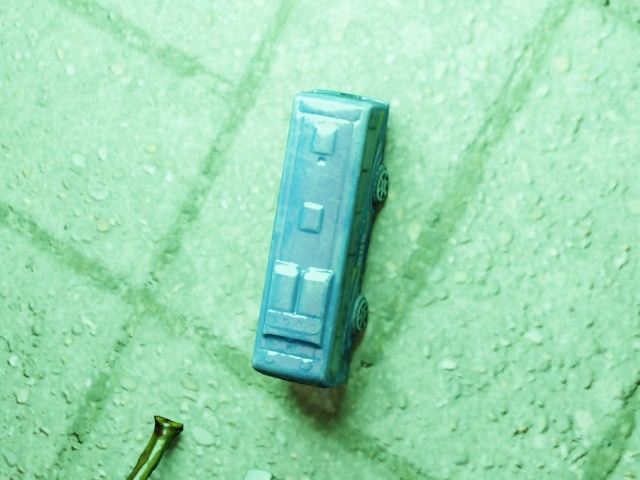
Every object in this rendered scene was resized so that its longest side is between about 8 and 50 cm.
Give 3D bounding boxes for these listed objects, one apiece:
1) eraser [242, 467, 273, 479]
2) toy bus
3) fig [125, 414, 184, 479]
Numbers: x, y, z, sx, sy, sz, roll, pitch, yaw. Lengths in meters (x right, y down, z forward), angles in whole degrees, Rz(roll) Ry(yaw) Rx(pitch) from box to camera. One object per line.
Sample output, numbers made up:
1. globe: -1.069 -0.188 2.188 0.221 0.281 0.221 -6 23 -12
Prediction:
1. eraser: -0.058 0.241 1.232 0.027 0.019 0.099 9 96 20
2. toy bus: -0.003 0.000 1.164 0.079 0.094 0.236 11 95 20
3. fig: -0.226 0.281 1.232 0.191 0.190 0.290 4 76 21
